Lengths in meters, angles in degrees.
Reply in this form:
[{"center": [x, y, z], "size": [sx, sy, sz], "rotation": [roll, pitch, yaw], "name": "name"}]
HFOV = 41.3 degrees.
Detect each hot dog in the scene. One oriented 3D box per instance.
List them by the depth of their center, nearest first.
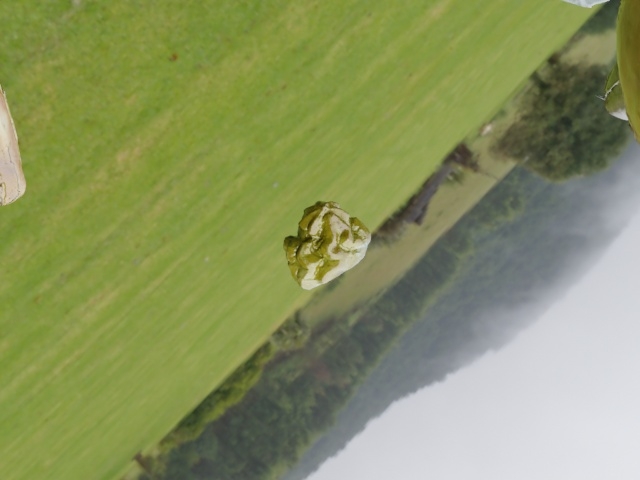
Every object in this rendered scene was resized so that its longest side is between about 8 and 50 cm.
[{"center": [-0.476, -0.141, 1.183], "size": [0.109, 0.072, 0.269], "rotation": [-43, 148, -43], "name": "hot dog"}]

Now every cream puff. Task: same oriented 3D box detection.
[{"center": [0.000, 0.000, 1.305], "size": [0.146, 0.116, 0.146], "rotation": [-30, -170, 6], "name": "cream puff"}]

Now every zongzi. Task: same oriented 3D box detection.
[{"center": [0.412, -0.160, 1.071], "size": [0.189, 0.081, 0.178], "rotation": [99, -7, -61], "name": "zongzi"}]

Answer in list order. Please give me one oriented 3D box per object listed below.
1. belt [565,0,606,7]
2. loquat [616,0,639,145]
[{"center": [0.353, -0.575, 1.347], "size": [0.173, 0.436, 0.300], "rotation": [-49, -155, -13], "name": "belt"}, {"center": [0.335, -0.134, 0.584], "size": [0.263, 0.263, 0.263], "rotation": [-47, 174, -7], "name": "loquat"}]
